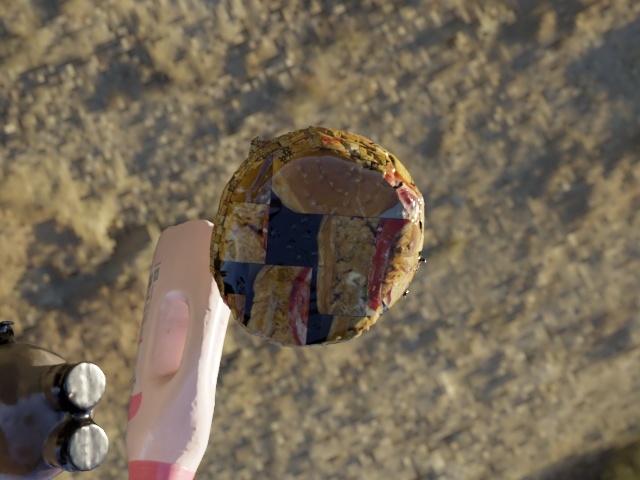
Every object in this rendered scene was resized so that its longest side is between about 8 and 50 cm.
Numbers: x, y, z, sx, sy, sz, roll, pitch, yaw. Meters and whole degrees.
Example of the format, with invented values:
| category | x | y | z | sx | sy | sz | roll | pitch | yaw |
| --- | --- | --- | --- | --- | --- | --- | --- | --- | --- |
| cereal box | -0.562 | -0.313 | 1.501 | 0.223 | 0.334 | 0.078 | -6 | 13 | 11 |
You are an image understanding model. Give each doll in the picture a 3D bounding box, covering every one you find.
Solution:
| category | x | y | z | sx | sy | sz | roll | pitch | yaw |
| --- | --- | --- | --- | --- | --- | --- | --- | --- | --- |
| doll | -0.310 | 0.166 | 1.578 | 0.257 | 0.182 | 0.117 | -2 | 178 | 30 |

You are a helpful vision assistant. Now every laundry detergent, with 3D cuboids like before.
| category | x | y | z | sx | sy | sz | roll | pitch | yaw |
| --- | --- | --- | --- | --- | --- | --- | --- | --- | --- |
| laundry detergent | -0.153 | 0.152 | 1.791 | 0.087 | 0.335 | 0.159 | 14 | 160 | -17 |

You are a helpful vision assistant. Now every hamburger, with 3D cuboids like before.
| category | x | y | z | sx | sy | sz | roll | pitch | yaw |
| --- | --- | --- | --- | --- | --- | --- | --- | --- | --- |
| hamburger | 0.000 | 0.000 | 1.659 | 0.231 | 0.231 | 0.107 | -26 | -166 | 4 |
